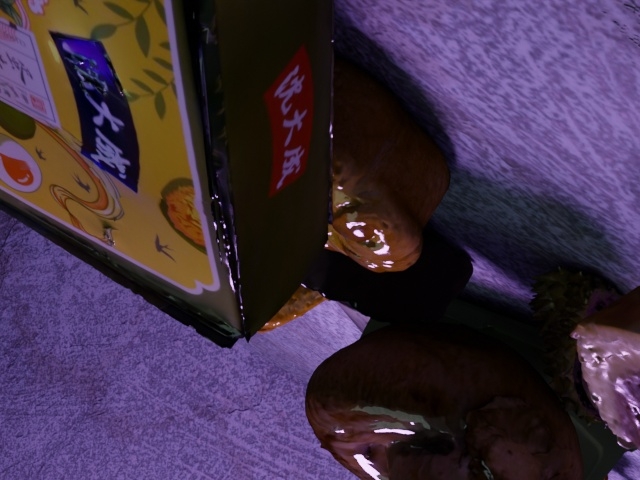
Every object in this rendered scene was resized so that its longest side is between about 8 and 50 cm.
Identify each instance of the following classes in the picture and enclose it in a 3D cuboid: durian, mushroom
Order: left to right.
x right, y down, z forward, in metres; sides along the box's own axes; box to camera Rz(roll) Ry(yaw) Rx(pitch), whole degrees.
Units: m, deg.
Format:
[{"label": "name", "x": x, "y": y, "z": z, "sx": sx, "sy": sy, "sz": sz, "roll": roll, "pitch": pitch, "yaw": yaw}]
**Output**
[{"label": "mushroom", "x": 0.129, "y": 0.185, "z": 1.153, "sx": 0.263, "sy": 0.195, "sz": 0.283, "roll": 47, "pitch": 172, "yaw": -25}, {"label": "durian", "x": 0.242, "y": 0.110, "z": 1.116, "sx": 0.187, "sy": 0.108, "sz": 0.119, "roll": 38, "pitch": 162, "yaw": -32}]

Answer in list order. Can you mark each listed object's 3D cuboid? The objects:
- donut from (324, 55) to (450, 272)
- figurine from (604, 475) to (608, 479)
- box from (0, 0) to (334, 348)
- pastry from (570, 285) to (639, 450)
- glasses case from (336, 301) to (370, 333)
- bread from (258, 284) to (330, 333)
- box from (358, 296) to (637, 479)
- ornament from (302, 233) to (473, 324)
[{"label": "donut", "x": 0.002, "y": -0.070, "z": 1.017, "sx": 0.227, "sy": 0.114, "sz": 0.226, "roll": 31, "pitch": 169, "yaw": 7}, {"label": "figurine", "x": 0.319, "y": 0.375, "z": 1.793, "sx": 0.320, "sy": 0.196, "sz": 0.323, "roll": 39, "pitch": 178, "yaw": 1}, {"label": "box", "x": -0.191, "y": -0.163, "z": 0.812, "sx": 0.420, "sy": 0.138, "sz": 0.373, "roll": 28, "pitch": 146, "yaw": 20}, {"label": "pastry", "x": 0.314, "y": 0.115, "z": 0.857, "sx": 0.236, "sy": 0.170, "sz": 0.256, "roll": 59, "pitch": 170, "yaw": -17}, {"label": "glasses case", "x": 0.097, "y": 0.124, "z": 1.685, "sx": 0.114, "sy": 0.060, "sz": 0.299, "roll": 31, "pitch": 169, "yaw": 31}, {"label": "bread", "x": -0.100, "y": 0.029, "z": 1.549, "sx": 0.229, "sy": 0.139, "sz": 0.143, "roll": 50, "pitch": 163, "yaw": -12}, {"label": "box", "x": 0.191, "y": 0.192, "z": 1.431, "sx": 0.329, "sy": 0.177, "sz": 0.253, "roll": 19, "pitch": 160, "yaw": 50}, {"label": "ornament", "x": 0.000, "y": 0.000, "z": 1.287, "sx": 0.251, "sy": 0.106, "sz": 0.260, "roll": 29, "pitch": 177, "yaw": -42}]
